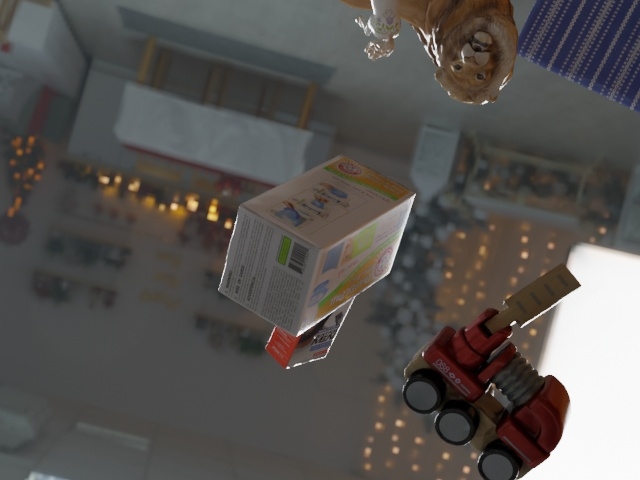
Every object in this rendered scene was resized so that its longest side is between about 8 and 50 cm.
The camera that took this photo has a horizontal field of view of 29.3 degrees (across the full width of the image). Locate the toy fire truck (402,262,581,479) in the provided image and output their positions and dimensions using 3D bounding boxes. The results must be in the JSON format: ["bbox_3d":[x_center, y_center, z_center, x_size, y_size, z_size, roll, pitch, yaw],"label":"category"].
[{"bbox_3d":[0.269,0.170,1.660,0.217,0.246,0.158,44,-152,3],"label":"toy fire truck"}]

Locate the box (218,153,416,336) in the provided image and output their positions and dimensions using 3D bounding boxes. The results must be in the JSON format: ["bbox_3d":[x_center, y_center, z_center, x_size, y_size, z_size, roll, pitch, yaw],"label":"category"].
[{"bbox_3d":[0.000,0.000,1.311,0.103,0.114,0.203,29,-147,21],"label":"box"}]

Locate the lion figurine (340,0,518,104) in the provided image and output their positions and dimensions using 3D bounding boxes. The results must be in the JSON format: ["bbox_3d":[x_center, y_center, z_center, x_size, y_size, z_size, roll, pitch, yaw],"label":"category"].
[{"bbox_3d":[0.125,-0.363,1.735,0.392,0.240,0.142,30,-159,28],"label":"lion figurine"}]

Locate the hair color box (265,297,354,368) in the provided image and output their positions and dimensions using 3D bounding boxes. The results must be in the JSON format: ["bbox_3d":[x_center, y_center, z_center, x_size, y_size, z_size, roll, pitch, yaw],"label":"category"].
[{"bbox_3d":[-0.007,0.105,1.817,0.093,0.167,0.053,-12,-136,-46],"label":"hair color box"}]

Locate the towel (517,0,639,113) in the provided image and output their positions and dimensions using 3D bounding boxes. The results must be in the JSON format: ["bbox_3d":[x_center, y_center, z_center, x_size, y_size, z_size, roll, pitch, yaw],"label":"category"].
[{"bbox_3d":[0.502,-0.332,1.916,0.336,0.243,0.040,29,-174,15],"label":"towel"}]

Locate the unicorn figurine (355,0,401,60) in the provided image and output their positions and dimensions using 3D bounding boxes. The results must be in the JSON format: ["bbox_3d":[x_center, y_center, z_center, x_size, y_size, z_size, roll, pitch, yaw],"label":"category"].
[{"bbox_3d":[0.069,-0.294,1.441,0.060,0.162,0.111,-20,-167,-7],"label":"unicorn figurine"}]
